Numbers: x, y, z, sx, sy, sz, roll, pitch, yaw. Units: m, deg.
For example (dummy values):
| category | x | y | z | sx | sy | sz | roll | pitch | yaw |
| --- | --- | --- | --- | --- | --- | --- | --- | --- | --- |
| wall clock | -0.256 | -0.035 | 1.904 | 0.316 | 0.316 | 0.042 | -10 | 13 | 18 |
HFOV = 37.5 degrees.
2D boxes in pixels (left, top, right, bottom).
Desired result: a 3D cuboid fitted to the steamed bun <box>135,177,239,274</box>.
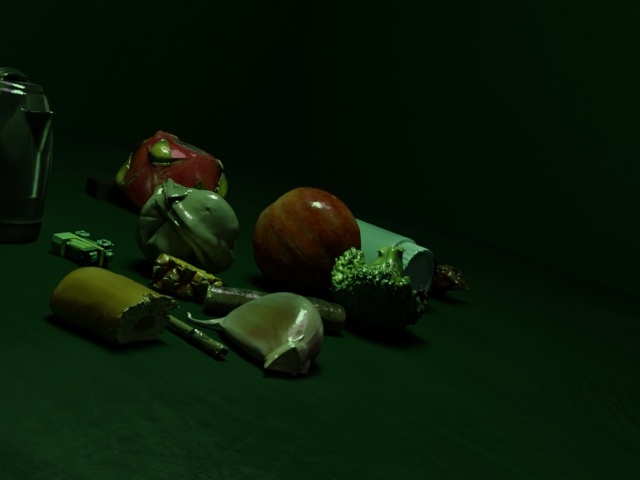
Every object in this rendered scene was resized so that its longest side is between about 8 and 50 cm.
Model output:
| category | x | y | z | sx | sy | sz | roll | pitch | yaw |
| --- | --- | --- | --- | --- | --- | --- | --- | --- | --- |
| steamed bun | -0.276 | -0.004 | 1.868 | 0.218 | 0.211 | 0.144 | 19 | 52 | 21 |

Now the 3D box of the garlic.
| category | x | y | z | sx | sy | sz | roll | pitch | yaw |
| --- | --- | --- | --- | --- | --- | --- | --- | --- | --- |
| garlic | -0.092 | 0.142 | 1.573 | 0.148 | 0.128 | 0.266 | 22 | -9 | -40 |

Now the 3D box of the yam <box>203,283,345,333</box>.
| category | x | y | z | sx | sy | sz | roll | pitch | yaw |
| --- | --- | --- | --- | --- | --- | --- | --- | --- | --- |
| yam | -0.084 | 0.126 | 1.746 | 0.274 | 0.061 | 0.061 | 10 | 10 | -20 |

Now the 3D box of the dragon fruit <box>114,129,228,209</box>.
| category | x | y | z | sx | sy | sz | roll | pitch | yaw |
| --- | --- | --- | --- | --- | --- | --- | --- | --- | --- |
| dragon fruit | -0.384 | -0.179 | 2.538 | 0.290 | 0.189 | 0.290 | 25 | 17 | -8 |

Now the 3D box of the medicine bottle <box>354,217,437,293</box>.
| category | x | y | z | sx | sy | sz | roll | pitch | yaw |
| --- | --- | --- | --- | --- | --- | --- | --- | --- | --- |
| medicine bottle | 0.108 | 0.040 | 2.242 | 0.318 | 0.158 | 0.158 | 21 | 11 | 38 |

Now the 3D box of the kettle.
| category | x | y | z | sx | sy | sz | roll | pitch | yaw |
| --- | --- | --- | --- | --- | --- | --- | --- | --- | --- |
| kettle | -0.673 | -0.193 | 1.877 | 0.321 | 0.324 | 0.228 | 19 | 10 | 25 |

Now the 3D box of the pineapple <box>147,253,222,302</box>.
| category | x | y | z | sx | sy | sz | roll | pitch | yaw |
| --- | --- | --- | --- | --- | --- | --- | --- | --- | --- |
| pineapple | -0.249 | 0.078 | 1.781 | 0.137 | 0.069 | 0.116 | 24 | 4 | 2 |

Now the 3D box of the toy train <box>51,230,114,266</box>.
| category | x | y | z | sx | sy | sz | roll | pitch | yaw |
| --- | --- | --- | --- | --- | --- | --- | --- | --- | --- |
| toy train | -0.462 | 0.014 | 1.838 | 0.122 | 0.050 | 0.081 | 21 | 15 | 31 |

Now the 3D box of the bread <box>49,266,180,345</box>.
| category | x | y | z | sx | sy | sz | roll | pitch | yaw |
| --- | --- | --- | --- | --- | --- | --- | --- | --- | --- |
| bread | -0.322 | 0.095 | 1.450 | 0.173 | 0.085 | 0.134 | 19 | 10 | 24 |

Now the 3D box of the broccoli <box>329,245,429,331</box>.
| category | x | y | z | sx | sy | sz | roll | pitch | yaw |
| --- | --- | --- | --- | --- | --- | --- | --- | --- | --- |
| broccoli | 0.122 | 0.096 | 1.892 | 0.198 | 0.176 | 0.226 | 26 | 28 | 31 |

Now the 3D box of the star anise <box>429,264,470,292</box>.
| category | x | y | z | sx | sy | sz | roll | pitch | yaw |
| --- | --- | --- | --- | --- | --- | --- | --- | --- | --- |
| star anise | 0.273 | 0.092 | 2.388 | 0.212 | 0.111 | 0.196 | 19 | 15 | -15 |

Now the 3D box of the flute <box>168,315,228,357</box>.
| category | x | y | z | sx | sy | sz | roll | pitch | yaw |
| --- | --- | --- | --- | --- | --- | --- | --- | --- | --- |
| flute | -0.227 | 0.139 | 1.527 | 0.233 | 0.027 | 0.027 | 23 | 12 | 42 |

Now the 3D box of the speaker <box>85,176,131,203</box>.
| category | x | y | z | sx | sy | sz | roll | pitch | yaw |
| --- | --- | --- | --- | --- | --- | --- | --- | --- | --- |
| speaker | -0.534 | -0.131 | 2.614 | 0.218 | 0.044 | 0.082 | 8 | 11 | -39 |

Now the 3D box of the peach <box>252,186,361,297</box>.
| category | x | y | z | sx | sy | sz | roll | pitch | yaw |
| --- | --- | --- | --- | --- | --- | --- | --- | --- | --- |
| peach | -0.016 | 0.020 | 2.026 | 0.232 | 0.232 | 0.257 | 1 | 50 | -56 |
